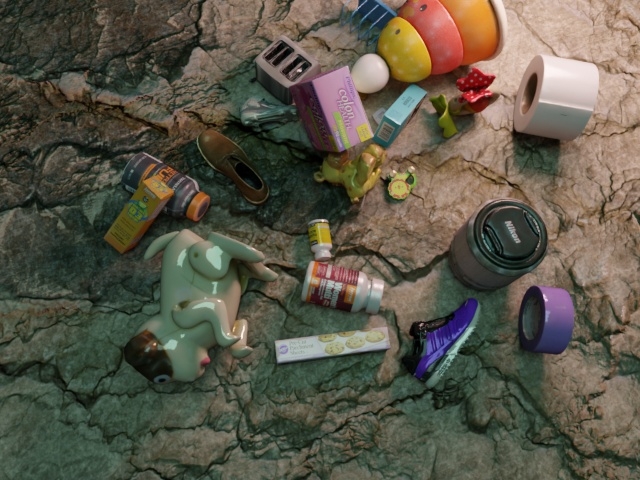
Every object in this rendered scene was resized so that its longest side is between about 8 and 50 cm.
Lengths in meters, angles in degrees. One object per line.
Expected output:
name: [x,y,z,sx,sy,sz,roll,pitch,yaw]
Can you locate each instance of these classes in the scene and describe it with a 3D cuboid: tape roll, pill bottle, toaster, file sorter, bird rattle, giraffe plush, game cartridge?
tape roll: [0.733,-0.446,1.785,0.169,0.246,0.246,10,72,-1]
pill bottle: [0.000,0.000,1.697,0.065,0.065,0.116,-7,73,-5]
toaster: [-0.112,-0.550,1.841,0.168,0.110,0.185,42,75,10]
tape roll: [0.630,0.222,1.597,0.080,0.189,0.188,7,72,-2]
file sorter: [0.164,-0.735,1.912,0.170,0.118,0.104,42,79,10]
bird rattle: [0.469,-0.451,1.783,0.207,0.253,0.143,-13,73,-32]
giraffe plush: [0.083,-0.218,1.740,0.171,0.181,0.210,27,108,16]
pill bottle: [0.063,0.139,1.628,0.221,0.121,0.121,13,72,1]
pill bottle: [-0.453,-0.150,1.687,0.246,0.130,0.130,29,73,5]
game cartridge: [0.211,-0.392,1.858,0.056,0.017,0.083,-41,79,-17]

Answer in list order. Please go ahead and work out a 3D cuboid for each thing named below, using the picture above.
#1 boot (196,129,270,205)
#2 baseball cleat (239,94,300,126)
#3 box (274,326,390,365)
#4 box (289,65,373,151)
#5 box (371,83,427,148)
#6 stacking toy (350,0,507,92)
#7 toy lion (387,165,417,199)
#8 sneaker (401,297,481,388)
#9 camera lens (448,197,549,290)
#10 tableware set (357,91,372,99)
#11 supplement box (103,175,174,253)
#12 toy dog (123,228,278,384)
boot: [-0.268,-0.244,1.736,0.112,0.115,0.305,-42,78,-12]
baseball cleat: [-0.158,-0.426,1.821,0.206,0.072,0.109,-10,67,-10]
box: [0.034,0.299,1.606,0.324,0.063,0.067,-6,72,-5]
box: [0.026,-0.385,1.689,0.117,0.243,0.213,-27,108,-13]
box: [0.247,-0.389,1.764,0.060,0.100,0.244,33,47,6]
stacking toy: [0.303,-0.614,1.781,0.480,0.350,0.350,-36,78,-6]
toy lion: [0.257,-0.176,1.787,0.100,0.034,0.096,-13,81,-8]
sneaker: [0.336,0.260,1.615,0.146,0.102,0.293,35,74,9]
camera lens: [0.495,0.018,1.609,0.220,0.274,0.219,1,73,-2]
tableware set: [0.097,-0.506,1.886,0.154,0.024,0.103,-3,69,-3]
supplement box: [-0.518,-0.073,1.618,0.078,0.080,0.233,41,111,-1]
toy dog: [-0.352,0.185,1.512,0.396,0.284,0.407,22,75,4]
